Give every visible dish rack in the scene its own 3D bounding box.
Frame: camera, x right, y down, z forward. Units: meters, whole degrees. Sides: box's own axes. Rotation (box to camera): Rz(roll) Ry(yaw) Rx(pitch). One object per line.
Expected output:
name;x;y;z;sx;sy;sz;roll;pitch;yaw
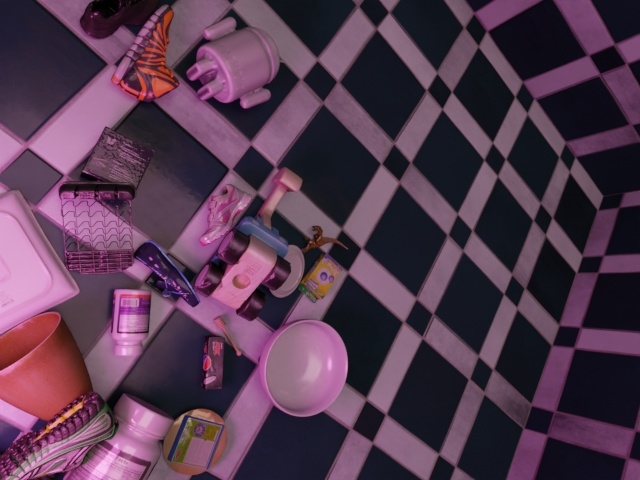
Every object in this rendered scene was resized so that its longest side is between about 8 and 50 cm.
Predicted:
dish rack;-0.653;-0.034;1.358;0.208;0.074;0.272;-1;111;-20

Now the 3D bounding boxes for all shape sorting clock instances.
shape sorting clock;-0.405;0.652;1.494;0.206;0.040;0.207;1;88;-30

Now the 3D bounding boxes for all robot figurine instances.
robot figurine;-0.284;-0.613;1.602;0.353;0.199;0.300;-39;115;-29

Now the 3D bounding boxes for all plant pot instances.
plant pot;-0.733;0.365;1.228;0.237;0.237;0.255;-39;120;-29

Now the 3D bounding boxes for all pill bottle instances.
pill bottle;-0.573;0.245;1.391;0.108;0.108;0.194;6;82;-31
pill bottle;-0.582;0.637;1.290;0.204;0.204;0.361;38;67;-23

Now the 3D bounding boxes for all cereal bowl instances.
cereal bowl;-0.076;0.449;1.661;0.338;0.141;0.339;3;84;-32

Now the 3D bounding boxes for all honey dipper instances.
honey dipper;-0.317;0.332;1.591;0.030;0.030;0.161;-37;109;-29

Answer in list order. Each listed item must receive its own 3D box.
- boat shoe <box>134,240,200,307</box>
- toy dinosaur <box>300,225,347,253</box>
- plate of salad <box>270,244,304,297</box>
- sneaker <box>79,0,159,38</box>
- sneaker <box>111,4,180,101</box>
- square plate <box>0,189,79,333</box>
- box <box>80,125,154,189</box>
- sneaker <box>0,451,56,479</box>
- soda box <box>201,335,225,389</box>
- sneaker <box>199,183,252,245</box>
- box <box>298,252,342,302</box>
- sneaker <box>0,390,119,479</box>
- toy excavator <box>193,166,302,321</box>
boat shoe;-0.493;0.121;1.473;0.089;0.109;0.258;-41;90;-21
toy dinosaur;0.000;0.000;1.811;0.211;0.064;0.112;-15;111;-23
plate of salad;-0.131;0.111;1.698;0.199;0.048;0.200;-24;122;-46
sneaker;-0.616;-0.741;1.451;0.109;0.130;0.286;50;62;-16
sneaker;-0.528;-0.596;1.510;0.180;0.124;0.321;32;80;-30
square plate;-0.903;0.082;1.237;0.347;0.049;0.344;-32;102;-30
box;-0.624;-0.236;1.415;0.155;0.093;0.158;28;72;-28
sneaker;-0.826;0.573;1.209;0.147;0.104;0.296;-45;114;-29
soda box;-0.360;0.407;1.539;0.060;0.053;0.169;6;81;-31
sneaker;-0.348;-0.092;1.578;0.111;0.103;0.252;41;59;-18
box;-0.002;0.148;1.796;0.105;0.043;0.179;45;66;-21
sneaker;-0.669;0.544;1.146;0.343;0.134;0.146;-35;115;-12
toy excavator;-0.221;-0.020;1.587;0.222;0.445;0.433;33;109;-21
